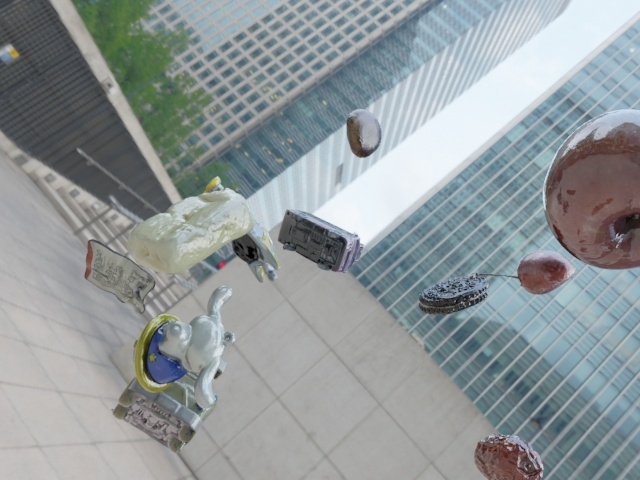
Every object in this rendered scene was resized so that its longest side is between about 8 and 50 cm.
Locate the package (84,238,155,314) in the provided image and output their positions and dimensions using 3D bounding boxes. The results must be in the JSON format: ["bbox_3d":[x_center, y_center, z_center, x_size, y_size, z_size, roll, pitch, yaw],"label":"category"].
[{"bbox_3d":[-0.575,0.105,1.486,0.232,0.040,0.166,30,-57,9],"label":"package"}]

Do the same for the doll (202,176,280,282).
[{"bbox_3d":[-0.210,-0.022,1.397,0.146,0.103,0.316,-38,-92,35],"label":"doll"}]

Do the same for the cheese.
[{"bbox_3d":[-0.255,-0.023,1.060,0.159,0.263,0.092,12,-55,35],"label":"cheese"}]

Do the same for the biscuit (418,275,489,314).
[{"bbox_3d":[0.352,0.144,1.377,0.194,0.195,0.053,5,-67,71],"label":"biscuit"}]

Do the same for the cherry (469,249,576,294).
[{"bbox_3d":[0.448,0.080,1.160,0.226,0.107,0.090,-16,-59,26],"label":"cherry"}]

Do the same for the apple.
[{"bbox_3d":[0.546,-0.092,0.922,0.306,0.234,0.305,7,-38,6],"label":"apple"}]

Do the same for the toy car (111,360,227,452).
[{"bbox_3d":[-0.427,0.442,1.482,0.242,0.226,0.336,34,-37,-4],"label":"toy car"}]

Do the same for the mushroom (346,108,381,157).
[{"bbox_3d":[0.106,-0.257,1.240,0.052,0.123,0.123,-5,-51,38],"label":"mushroom"}]

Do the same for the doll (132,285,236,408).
[{"bbox_3d":[-0.332,0.229,1.260,0.243,0.310,0.159,-10,-44,36],"label":"doll"}]

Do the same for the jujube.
[{"bbox_3d":[0.407,0.482,1.132,0.109,0.112,0.176,7,-17,-9],"label":"jujube"}]

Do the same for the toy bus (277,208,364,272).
[{"bbox_3d":[0.000,0.000,1.222,0.199,0.096,0.108,27,16,34],"label":"toy bus"}]
